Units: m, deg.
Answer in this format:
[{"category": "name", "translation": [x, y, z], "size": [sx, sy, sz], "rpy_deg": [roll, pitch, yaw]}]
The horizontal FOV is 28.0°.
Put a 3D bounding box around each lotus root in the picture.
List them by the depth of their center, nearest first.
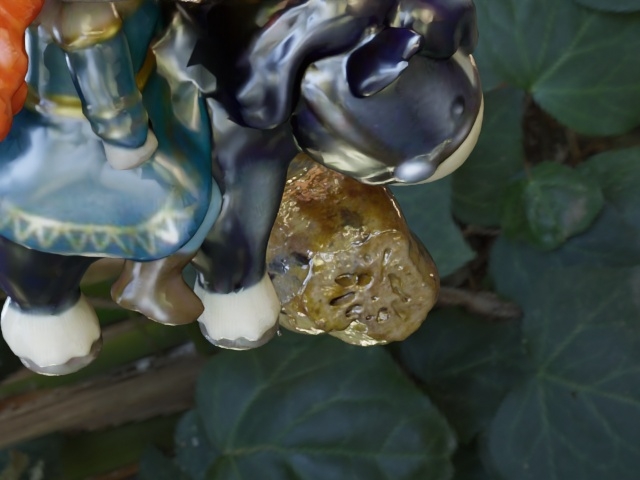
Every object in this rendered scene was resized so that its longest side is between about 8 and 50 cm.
[{"category": "lotus root", "translation": [-0.006, 0.008, 1.262], "size": [0.291, 0.193, 0.193], "rpy_deg": [-137, 37, -64]}]

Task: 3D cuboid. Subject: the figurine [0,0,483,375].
[{"category": "figurine", "translation": [-0.087, -0.104, 0.526], "size": [0.411, 0.306, 0.241], "rpy_deg": [54, -152, -43]}]
